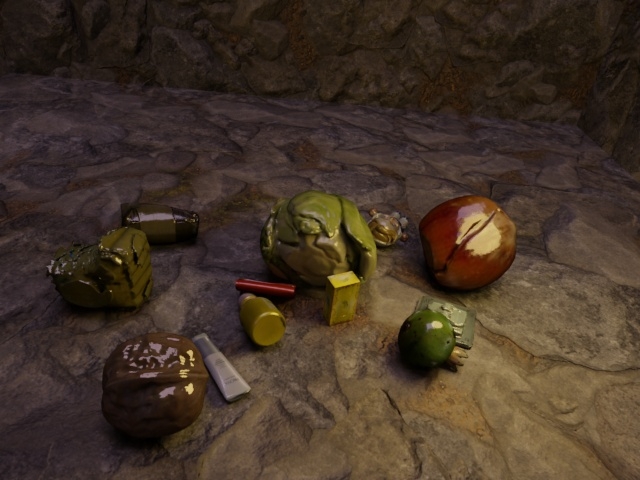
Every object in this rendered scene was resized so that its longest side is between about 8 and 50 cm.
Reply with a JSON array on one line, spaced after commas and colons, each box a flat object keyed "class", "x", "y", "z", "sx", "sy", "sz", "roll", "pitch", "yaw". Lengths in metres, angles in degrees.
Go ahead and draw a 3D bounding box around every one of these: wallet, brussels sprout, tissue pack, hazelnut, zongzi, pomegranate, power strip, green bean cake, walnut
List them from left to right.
[{"class": "green bean cake", "x": -0.715, "y": 0.093, "z": 1.572, "sx": 0.310, "sy": 0.285, "sz": 0.202, "roll": 5, "pitch": 39, "yaw": 1}, {"class": "walnut", "x": -0.420, "y": 0.371, "z": 1.263, "sx": 0.273, "sy": 0.227, "sz": 0.273, "roll": 2, "pitch": 37, "yaw": -1}, {"class": "zongzi", "x": -0.653, "y": -0.098, "z": 1.984, "sx": 0.289, "sy": 0.154, "sz": 0.317, "roll": -2, "pitch": 29, "yaw": -25}, {"class": "wallet", "x": -0.185, "y": 0.165, "z": 1.698, "sx": 0.204, "sy": 0.045, "sz": 0.142, "roll": 7, "pitch": -8, "yaw": 1}, {"class": "brussels sprout", "x": 0.005, "y": -0.017, "z": 1.781, "sx": 0.425, "sy": 0.342, "sz": 0.361, "roll": 19, "pitch": 41, "yaw": -2}, {"class": "tissue pack", "x": 0.068, "y": 0.195, "z": 1.635, "sx": 0.095, "sy": 0.176, "sz": 0.062, "roll": -10, "pitch": 39, "yaw": -23}, {"class": "pomegranate", "x": 0.352, "y": 0.320, "z": 1.523, "sx": 0.225, "sy": 0.187, "sz": 0.187, "roll": 36, "pitch": 35, "yaw": -10}, {"class": "power strip", "x": 0.432, "y": 0.262, "z": 1.694, "sx": 0.213, "sy": 0.064, "sz": 0.198, "roll": 15, "pitch": 38, "yaw": 11}, {"class": "hazelnut", "x": 0.544, "y": 0.007, "z": 1.835, "sx": 0.372, "sy": 0.372, "sz": 0.315, "roll": 29, "pitch": 20, "yaw": 29}]

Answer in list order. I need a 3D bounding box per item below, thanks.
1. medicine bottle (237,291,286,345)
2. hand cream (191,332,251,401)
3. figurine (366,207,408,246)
[{"class": "medicine bottle", "x": -0.203, "y": 0.239, "z": 1.582, "sx": 0.122, "sy": 0.121, "sz": 0.212, "roll": -12, "pitch": 24, "yaw": -24}, {"class": "hand cream", "x": -0.299, "y": 0.370, "z": 1.440, "sx": 0.079, "sy": 0.048, "sz": 0.255, "roll": -20, "pitch": 43, "yaw": -34}, {"class": "figurine", "x": 0.279, "y": -0.062, "z": 2.091, "sx": 0.194, "sy": 0.133, "sz": 0.274, "roll": 30, "pitch": 29, "yaw": -6}]
